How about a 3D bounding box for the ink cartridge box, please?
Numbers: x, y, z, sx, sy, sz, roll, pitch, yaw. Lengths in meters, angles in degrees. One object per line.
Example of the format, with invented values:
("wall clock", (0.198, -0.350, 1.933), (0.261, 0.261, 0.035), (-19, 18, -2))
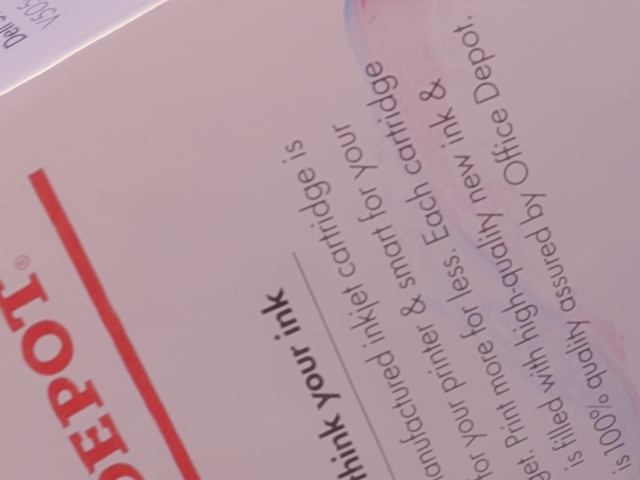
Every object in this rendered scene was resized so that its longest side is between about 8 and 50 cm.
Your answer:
("ink cartridge box", (0.000, 0.000, 0.484), (0.353, 0.207, 0.119), (-31, 32, -14))
